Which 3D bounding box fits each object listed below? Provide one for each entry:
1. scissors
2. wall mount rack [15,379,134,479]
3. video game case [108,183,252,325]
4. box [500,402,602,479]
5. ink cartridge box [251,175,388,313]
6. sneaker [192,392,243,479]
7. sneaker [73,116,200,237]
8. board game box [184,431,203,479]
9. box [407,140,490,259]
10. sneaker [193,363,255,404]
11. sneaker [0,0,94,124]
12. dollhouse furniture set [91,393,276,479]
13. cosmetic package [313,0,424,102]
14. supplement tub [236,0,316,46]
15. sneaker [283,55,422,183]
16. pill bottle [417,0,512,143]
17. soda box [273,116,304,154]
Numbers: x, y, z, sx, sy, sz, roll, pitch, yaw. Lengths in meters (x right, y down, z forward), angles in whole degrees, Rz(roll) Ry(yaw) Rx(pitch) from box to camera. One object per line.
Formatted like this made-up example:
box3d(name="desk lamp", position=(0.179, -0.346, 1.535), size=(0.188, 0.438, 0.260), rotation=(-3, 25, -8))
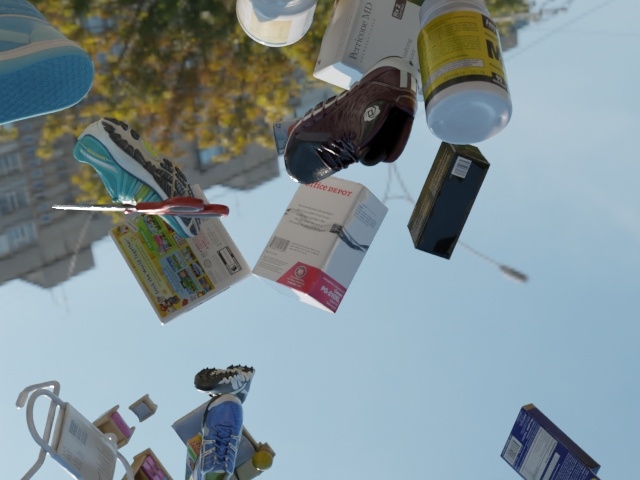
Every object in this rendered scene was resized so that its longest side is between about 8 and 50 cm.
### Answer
box3d(name="scissors", position=(-0.289, -0.048, 1.553), size=(0.297, 0.021, 0.109), rotation=(-2, 172, 28))
box3d(name="wall mount rack", position=(-0.489, 0.443, 1.777), size=(0.130, 0.350, 0.304), rotation=(-16, -136, 18))
box3d(name="video game case", position=(-0.280, 0.025, 1.927), size=(0.206, 0.227, 0.026), rotation=(-30, 164, -13))
box3d(name="box", position=(0.453, 0.438, 1.859), size=(0.037, 0.136, 0.225), rotation=(-6, -144, -35))
box3d(name="ink cartridge box", position=(0.000, 0.000, 1.871), size=(0.172, 0.100, 0.237), rotation=(17, -105, 46))
box3d(name="sneaker", position=(-0.177, 0.375, 1.739), size=(0.080, 0.211, 0.081), rotation=(4, -160, -19))
box3d(name="sneaker", position=(-0.324, -0.104, 1.735), size=(0.110, 0.275, 0.107), rotation=(-34, -156, 24))
box3d(name="board game box", position=(-0.226, 0.483, 1.924), size=(0.039, 0.259, 0.124), rotation=(-25, -116, -26))
box3d(name="box", position=(0.314, -0.109, 2.396), size=(0.103, 0.261, 0.184), rotation=(18, -162, -10))
box3d(name="sneaker", position=(-0.212, 0.334, 2.128), size=(0.078, 0.106, 0.234), rotation=(8, 179, 19))
box3d(name="sneaker", position=(-0.498, -0.248, 1.324), size=(0.319, 0.127, 0.208), rotation=(-15, -132, -36))
box3d(name="dollhouse furniture set", position=(-0.291, 0.439, 1.985), size=(0.303, 0.286, 0.198), rotation=(-32, -172, 15))
box3d(name="cosmetic package", position=(0.109, -0.343, 1.723), size=(0.184, 0.151, 0.151), rotation=(18, 174, -19))
box3d(name="supplement tub", position=(-0.074, -0.440, 1.698), size=(0.144, 0.144, 0.199), rotation=(-9, 172, -8))
box3d(name="sneaker", position=(0.040, -0.146, 1.456), size=(0.281, 0.106, 0.162), rotation=(-41, -150, 33))
box3d(name="pill bottle", position=(0.197, -0.249, 1.350), size=(0.119, 0.119, 0.208), rotation=(-5, -123, 3))
box3d(name="soda box", position=(0.007, -0.198, 1.723), size=(0.183, 0.058, 0.063), rotation=(-11, -171, -1))
